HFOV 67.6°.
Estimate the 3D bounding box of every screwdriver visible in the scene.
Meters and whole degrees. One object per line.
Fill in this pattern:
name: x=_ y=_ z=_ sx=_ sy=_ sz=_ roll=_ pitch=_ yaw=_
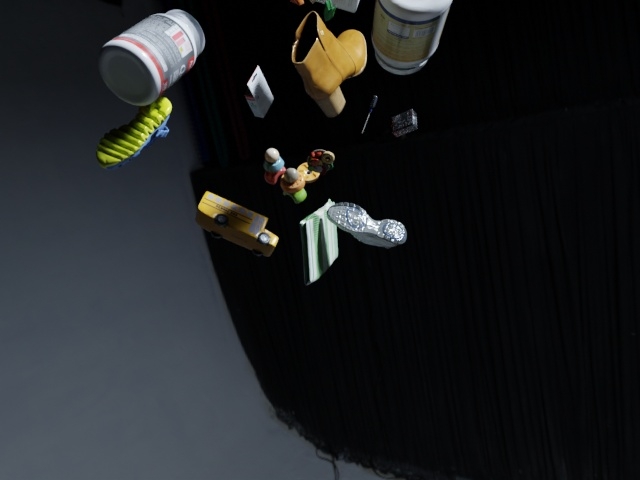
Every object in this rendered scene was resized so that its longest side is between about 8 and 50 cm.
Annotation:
screwdriver: x=0.213 y=-0.545 z=2.079 sx=0.025 sy=0.170 sz=0.024 roll=13 pitch=14 yaw=-11

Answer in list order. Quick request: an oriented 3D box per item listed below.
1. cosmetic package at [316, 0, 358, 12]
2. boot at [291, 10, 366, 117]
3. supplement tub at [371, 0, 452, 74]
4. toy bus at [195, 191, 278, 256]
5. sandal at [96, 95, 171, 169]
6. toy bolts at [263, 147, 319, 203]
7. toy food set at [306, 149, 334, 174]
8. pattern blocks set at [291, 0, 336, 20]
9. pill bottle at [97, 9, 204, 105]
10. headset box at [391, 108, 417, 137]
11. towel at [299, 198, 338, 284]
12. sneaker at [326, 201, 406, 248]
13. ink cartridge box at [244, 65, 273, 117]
cosmetic package: x=-0.049 y=-1.039 z=1.793 sx=0.453 sy=0.161 sz=0.230 roll=17 pitch=50 yaw=-1
boot: x=0.025 y=-0.470 z=1.154 sx=0.104 sy=0.295 sz=0.211 roll=4 pitch=-26 yaw=26
supplement tub: x=0.282 y=-0.705 z=1.525 sx=0.228 sy=0.228 sz=0.316 roll=-12 pitch=-16 yaw=-3
toy bus: x=-0.326 y=-0.060 z=1.893 sx=0.108 sy=0.333 sz=0.130 roll=124 pitch=167 yaw=-53
sandal: x=-0.621 y=-0.348 z=1.631 sx=0.317 sy=0.126 sz=0.138 roll=-49 pitch=-9 yaw=-22
toy bolts: x=-0.128 y=-0.306 z=1.993 sx=0.228 sy=0.158 sz=0.218 roll=32 pitch=65 yaw=21
toy food set: x=-0.001 y=-0.241 z=1.472 sx=0.083 sy=0.082 sz=0.020 roll=8 pitch=37 yaw=-7
pattern blocks set: x=-0.056 y=-0.747 z=1.269 sx=0.026 sy=0.325 sz=0.285 roll=-39 pitch=6 yaw=-16
pill bottle: x=-0.544 y=-0.622 z=1.591 sx=0.210 sy=0.210 sz=0.363 roll=-5 pitch=40 yaw=27
headset box: x=0.263 y=-0.372 z=1.521 sx=0.083 sy=0.062 sz=0.032 roll=-18 pitch=-31 yaw=35
towel: x=0.000 y=0.000 z=1.766 sx=0.038 sy=0.247 sz=0.325 roll=1 pitch=18 yaw=18
sneaker: x=0.154 y=-0.037 z=1.714 sx=0.297 sy=0.111 sz=0.129 roll=24 pitch=-27 yaw=-5
ink cartridge box: x=-0.154 y=-0.359 z=1.154 sx=0.029 sy=0.063 sz=0.115 roll=16 pitch=-21 yaw=22
